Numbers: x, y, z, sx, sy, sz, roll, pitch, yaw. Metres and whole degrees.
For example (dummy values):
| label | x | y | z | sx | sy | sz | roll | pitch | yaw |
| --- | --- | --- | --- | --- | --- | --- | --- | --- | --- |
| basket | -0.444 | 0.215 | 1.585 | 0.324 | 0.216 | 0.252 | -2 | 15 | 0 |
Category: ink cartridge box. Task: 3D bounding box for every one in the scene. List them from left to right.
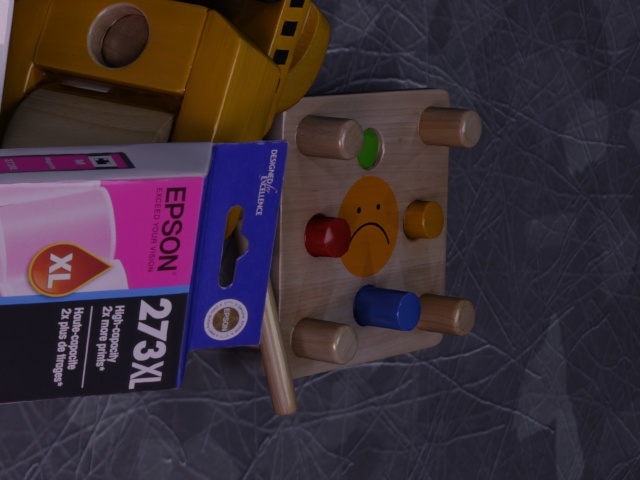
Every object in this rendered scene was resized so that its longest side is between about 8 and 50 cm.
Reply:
| label | x | y | z | sx | sy | sz | roll | pitch | yaw |
| --- | --- | --- | --- | --- | --- | --- | --- | --- | --- |
| ink cartridge box | -0.193 | 0.024 | 1.382 | 0.371 | 0.069 | 0.176 | -5 | 119 | -26 |

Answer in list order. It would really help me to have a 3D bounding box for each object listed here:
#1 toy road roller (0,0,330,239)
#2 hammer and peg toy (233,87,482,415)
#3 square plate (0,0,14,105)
| label | x | y | z | sx | sy | sz | roll | pitch | yaw |
| --- | --- | --- | --- | --- | --- | --- | --- | --- | --- |
| toy road roller | -0.110 | -0.137 | 1.589 | 0.240 | 0.202 | 0.329 | 36 | 69 | -64 |
| hammer and peg toy | 0.000 | 0.000 | 1.795 | 0.361 | 0.127 | 0.266 | -10 | 104 | -50 |
| square plate | -0.348 | -0.067 | 1.346 | 0.344 | 0.049 | 0.347 | -21 | 129 | -54 |
